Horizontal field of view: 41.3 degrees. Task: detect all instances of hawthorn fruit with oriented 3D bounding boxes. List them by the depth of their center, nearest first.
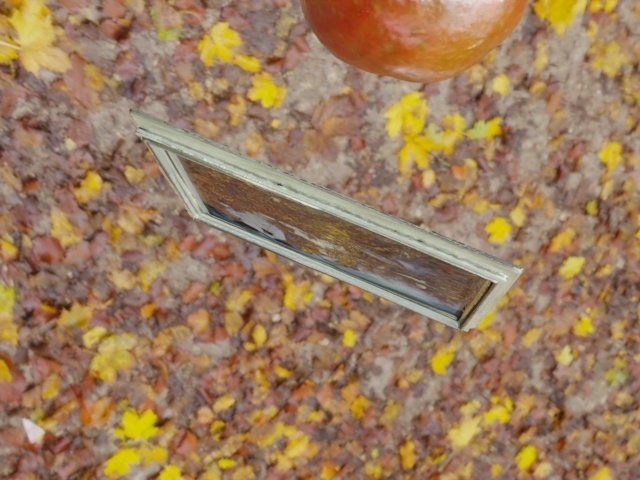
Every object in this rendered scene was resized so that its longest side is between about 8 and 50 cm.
[{"bbox_3d":[0.110,-0.315,1.029,0.284,0.284,0.284,-13,116,-28],"label":"hawthorn fruit"}]

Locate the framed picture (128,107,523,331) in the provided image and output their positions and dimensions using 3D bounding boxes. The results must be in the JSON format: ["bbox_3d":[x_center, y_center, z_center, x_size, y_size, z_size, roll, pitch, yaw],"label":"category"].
[{"bbox_3d":[0.000,0.000,0.681,0.232,0.296,0.019,80,34,-74],"label":"framed picture"}]
